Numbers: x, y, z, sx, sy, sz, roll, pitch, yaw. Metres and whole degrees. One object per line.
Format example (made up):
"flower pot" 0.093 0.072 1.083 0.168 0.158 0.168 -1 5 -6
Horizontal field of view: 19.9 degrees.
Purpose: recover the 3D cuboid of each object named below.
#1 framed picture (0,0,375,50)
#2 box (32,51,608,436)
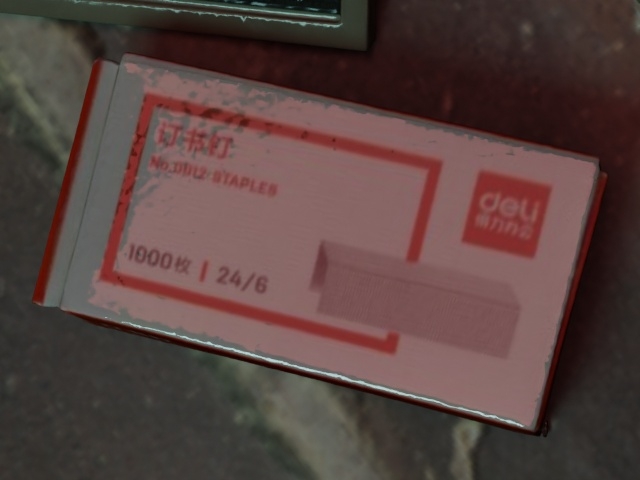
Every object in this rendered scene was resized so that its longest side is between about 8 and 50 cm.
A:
"framed picture" -0.096 -0.178 0.793 0.250 0.016 0.184 8 122 10
"box" 0.000 0.000 0.792 0.229 0.050 0.122 14 87 12
